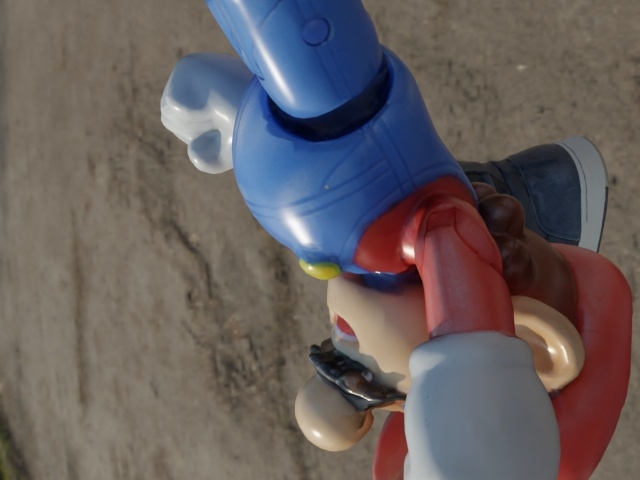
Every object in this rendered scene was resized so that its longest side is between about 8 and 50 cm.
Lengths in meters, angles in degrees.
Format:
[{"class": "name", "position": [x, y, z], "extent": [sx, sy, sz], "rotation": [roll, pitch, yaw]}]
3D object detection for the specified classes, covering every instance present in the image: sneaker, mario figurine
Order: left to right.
[{"class": "mario figurine", "position": [0.000, 0.000, 0.435], "extent": [0.170, 0.198, 0.320], "rotation": [-21, 113, 31]}, {"class": "sneaker", "position": [0.112, 0.048, 0.769], "extent": [0.086, 0.163, 0.226], "rotation": [-146, 48, -61]}]
